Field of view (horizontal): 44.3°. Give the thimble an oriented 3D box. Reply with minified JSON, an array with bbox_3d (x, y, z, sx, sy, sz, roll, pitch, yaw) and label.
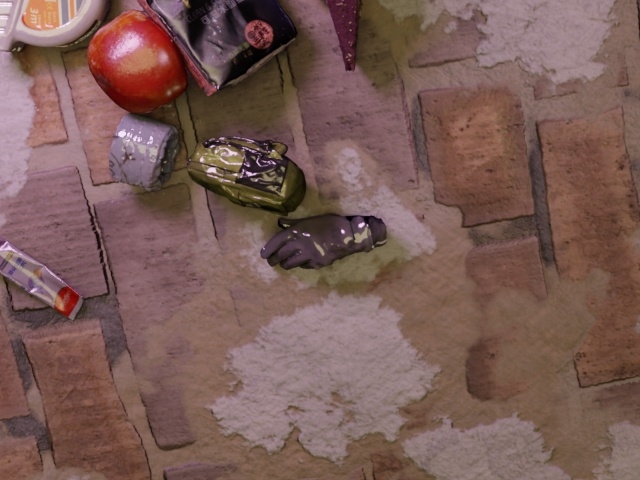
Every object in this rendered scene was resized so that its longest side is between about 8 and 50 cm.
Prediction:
[{"bbox_3d":[-0.377,-0.189,1.692,0.117,0.127,0.151,18,118,2],"label":"thimble"}]

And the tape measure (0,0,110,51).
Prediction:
[{"bbox_3d":[-0.578,-0.525,1.647,0.265,0.130,0.258,0,102,-5],"label":"tape measure"}]

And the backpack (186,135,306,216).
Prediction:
[{"bbox_3d":[-0.155,-0.145,1.668,0.253,0.207,0.140,16,83,5],"label":"backpack"}]

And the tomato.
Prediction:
[{"bbox_3d":[-0.393,-0.349,1.607,0.139,0.233,0.200,-41,106,-35],"label":"tomato"}]

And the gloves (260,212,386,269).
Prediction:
[{"bbox_3d":[0.004,-0.005,1.744,0.285,0.119,0.142,-18,67,6],"label":"gloves"}]

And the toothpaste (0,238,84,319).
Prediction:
[{"bbox_3d":[-0.672,0.071,1.780,0.301,0.048,0.075,35,93,-7],"label":"toothpaste"}]

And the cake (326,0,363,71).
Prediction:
[{"bbox_3d":[0.040,-0.492,1.605,0.112,0.116,0.295,-2,126,9],"label":"cake"}]

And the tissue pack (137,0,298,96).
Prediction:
[{"bbox_3d":[-0.231,-0.488,1.617,0.245,0.123,0.332,-39,98,-22],"label":"tissue pack"}]
